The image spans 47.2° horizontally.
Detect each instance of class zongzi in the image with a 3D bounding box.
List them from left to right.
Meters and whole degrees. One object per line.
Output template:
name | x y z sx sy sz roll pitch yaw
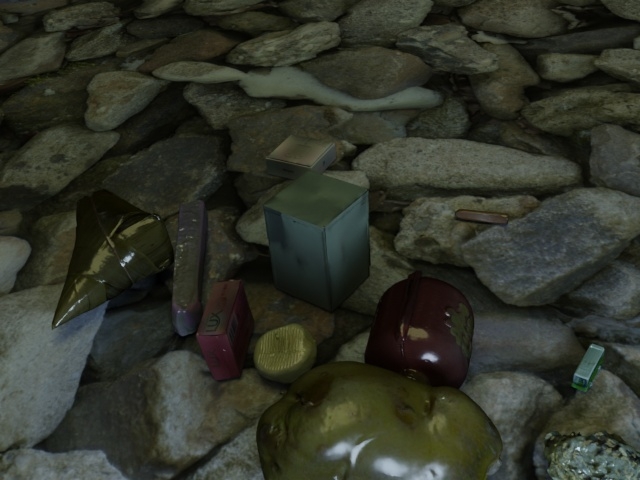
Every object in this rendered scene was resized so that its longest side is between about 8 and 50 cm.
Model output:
zongzi | -0.486 0.032 1.507 0.300 0.145 0.273 -41 44 -24

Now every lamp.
lamp | 0.165 0.157 1.219 0.180 0.180 0.258 5 39 13

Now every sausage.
sausage | 0.353 -0.053 1.603 0.116 0.026 0.026 7 39 17

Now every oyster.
oyster | 0.416 0.329 1.064 0.177 0.064 0.125 6 42 17

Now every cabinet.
cabinet | 0.000 0.000 1.422 0.145 0.206 0.150 21 44 30

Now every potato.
potato | 0.084 0.289 1.038 0.350 0.202 0.218 8 50 5

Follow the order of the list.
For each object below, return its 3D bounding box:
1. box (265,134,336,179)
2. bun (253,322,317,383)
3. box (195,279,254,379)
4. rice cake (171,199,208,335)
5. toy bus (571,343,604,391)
box | -0.048 -0.207 1.831 0.130 0.051 0.129 14 41 25
bun | -0.058 0.201 1.278 0.115 0.069 0.115 -13 50 15
box | -0.167 0.157 1.314 0.060 0.111 0.156 -5 35 13
rice cake | -0.269 0.040 1.515 0.064 0.070 0.399 -3 37 -5
toy bus | 0.450 0.214 1.228 0.031 0.037 0.083 20 44 30
